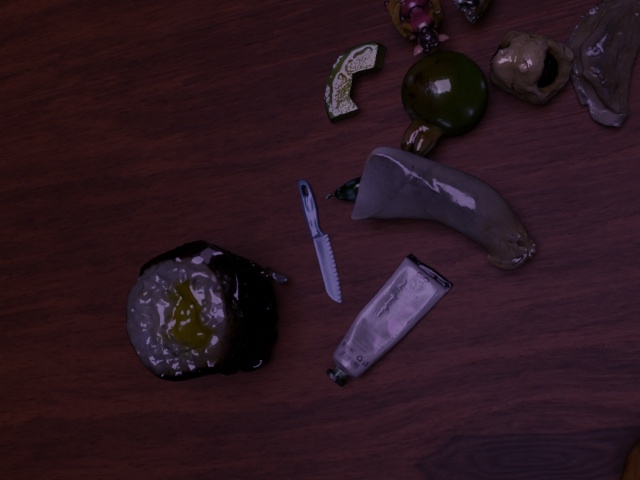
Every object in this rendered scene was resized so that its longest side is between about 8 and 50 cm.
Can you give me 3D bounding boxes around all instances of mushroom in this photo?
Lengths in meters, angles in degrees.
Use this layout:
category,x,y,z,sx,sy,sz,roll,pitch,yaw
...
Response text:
category,x,y,z,sx,sy,sz,roll,pitch,yaw
mushroom,0.278,-0.070,1.561,0.397,0.126,0.177,20,110,12

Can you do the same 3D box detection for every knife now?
category,x,y,z,sx,sy,sz,roll,pitch,yaw
knife,0.000,0.000,1.724,0.044,0.019,0.313,-17,80,13

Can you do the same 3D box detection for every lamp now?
category,x,y,z,sx,sy,sz,roll,pitch,yaw
lamp,0.225,-0.498,1.641,0.118,0.118,0.253,-27,61,14

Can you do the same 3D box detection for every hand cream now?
category,x,y,z,sx,sy,sz,roll,pitch,yaw
hand cream,0.141,0.186,1.631,0.121,0.076,0.336,41,90,14

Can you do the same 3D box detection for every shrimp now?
category,x,y,z,sx,sy,sz,roll,pitch,yaw
shrimp,0.304,-0.636,1.642,0.185,0.068,0.287,-37,83,-26

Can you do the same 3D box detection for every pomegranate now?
category,x,y,z,sx,sy,sz,roll,pitch,yaw
pomegranate,0.247,-0.313,1.606,0.241,0.159,0.190,-35,71,15

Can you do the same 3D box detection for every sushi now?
category,x,y,z,sx,sy,sz,roll,pitch,yaw
sushi,-0.255,0.161,1.640,0.281,0.294,0.299,3,83,22

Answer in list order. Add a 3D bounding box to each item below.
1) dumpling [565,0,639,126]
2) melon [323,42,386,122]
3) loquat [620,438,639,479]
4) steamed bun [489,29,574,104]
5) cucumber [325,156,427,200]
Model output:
category,x,y,z,sx,sy,sz,roll,pitch,yaw
dumpling,0.599,-0.413,1.540,0.166,0.086,0.332,13,83,17
melon,0.071,-0.378,1.726,0.118,0.064,0.209,17,91,15
loquat,0.667,0.447,1.325,0.238,0.238,0.193,16,81,20
steamed bun,0.429,-0.369,1.536,0.172,0.155,0.141,27,111,25
cucumber,0.131,-0.134,1.676,0.250,0.056,0.056,-19,77,14
